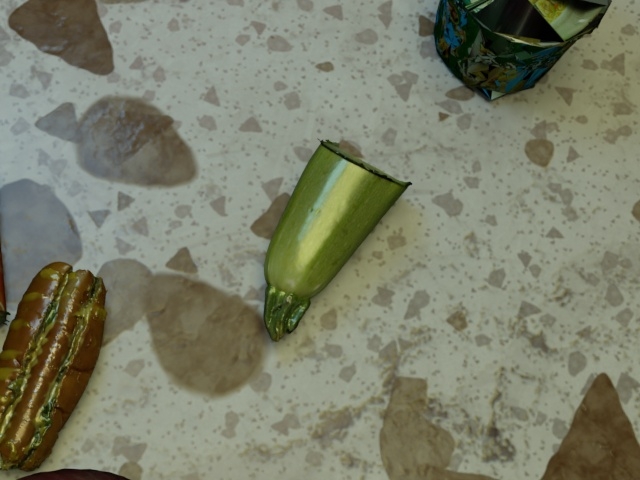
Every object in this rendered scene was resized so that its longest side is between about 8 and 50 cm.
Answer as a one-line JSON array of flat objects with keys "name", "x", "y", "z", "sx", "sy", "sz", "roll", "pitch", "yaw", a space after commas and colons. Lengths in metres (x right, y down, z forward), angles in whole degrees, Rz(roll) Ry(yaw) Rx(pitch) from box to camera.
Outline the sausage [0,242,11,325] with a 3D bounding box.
[{"name": "sausage", "x": -0.437, "y": -0.021, "z": 1.537, "sx": 0.083, "sy": 0.083, "sz": 0.264, "roll": -6, "pitch": 68, "yaw": -12}]

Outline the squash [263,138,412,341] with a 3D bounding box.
[{"name": "squash", "x": -0.009, "y": -0.011, "z": 1.582, "sx": 0.137, "sy": 0.137, "sz": 0.287, "roll": 35, "pitch": 69, "yaw": 5}]

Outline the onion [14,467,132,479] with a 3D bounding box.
[{"name": "onion", "x": -0.247, "y": 0.397, "z": 1.266, "sx": 0.353, "sy": 0.353, "sz": 0.354, "roll": 4, "pitch": 68, "yaw": -9}]

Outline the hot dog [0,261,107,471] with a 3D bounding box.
[{"name": "hot dog", "x": -0.331, "y": 0.150, "z": 1.490, "sx": 0.115, "sy": 0.072, "sz": 0.269, "roll": 18, "pitch": 65, "yaw": -11}]

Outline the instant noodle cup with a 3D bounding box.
[{"name": "instant noodle cup", "x": 0.265, "y": -0.323, "z": 1.726, "sx": 0.240, "sy": 0.178, "sz": 0.240, "roll": 4, "pitch": 67, "yaw": -9}]
